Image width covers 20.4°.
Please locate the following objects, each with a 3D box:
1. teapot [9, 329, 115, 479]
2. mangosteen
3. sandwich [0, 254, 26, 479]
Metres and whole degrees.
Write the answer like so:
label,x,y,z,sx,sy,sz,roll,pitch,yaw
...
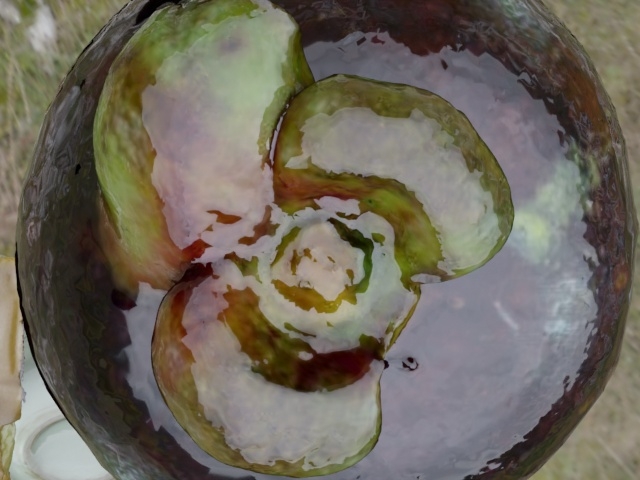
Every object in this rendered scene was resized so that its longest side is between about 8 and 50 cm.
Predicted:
label,x,y,z,sx,sy,sz,roll,pitch,yaw
teapot,-0.302,0.175,1.816,0.318,0.149,0.220,-10,133,-3
mangosteen,0.000,0.000,0.763,0.288,0.288,0.288,-7,114,-16
sandwich,-0.324,0.118,1.328,0.186,0.108,0.220,-15,117,-43
